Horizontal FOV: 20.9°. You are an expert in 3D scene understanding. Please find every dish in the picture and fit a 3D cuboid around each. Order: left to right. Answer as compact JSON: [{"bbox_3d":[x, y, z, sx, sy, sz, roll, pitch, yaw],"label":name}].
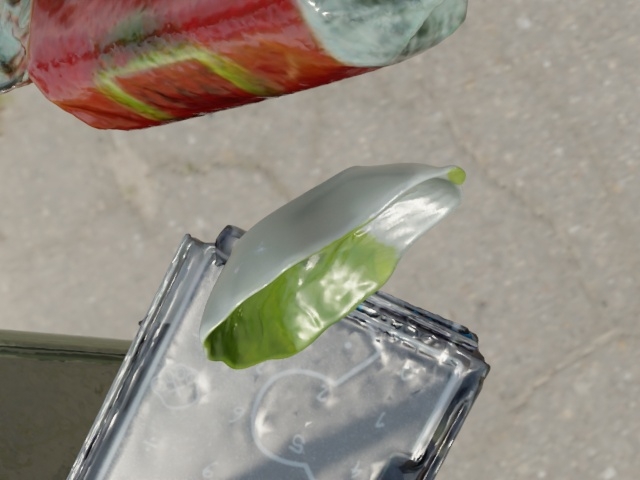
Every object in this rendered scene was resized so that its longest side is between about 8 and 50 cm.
[{"bbox_3d":[0.000,0.000,0.752,0.137,0.091,0.039,-40,67,13],"label":"dish"}]

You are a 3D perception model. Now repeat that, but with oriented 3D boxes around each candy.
[{"bbox_3d":[-0.027,-0.084,0.539,0.292,0.059,0.086,-9,64,47],"label":"candy"}]

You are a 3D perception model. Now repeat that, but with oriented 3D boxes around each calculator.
[{"bbox_3d":[-0.044,0.136,0.861,0.166,0.028,0.274,24,103,-8],"label":"calculator"}]

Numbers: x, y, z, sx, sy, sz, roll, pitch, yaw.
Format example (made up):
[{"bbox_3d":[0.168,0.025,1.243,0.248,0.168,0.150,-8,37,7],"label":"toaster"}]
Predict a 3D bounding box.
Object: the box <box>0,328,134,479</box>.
[{"bbox_3d":[-0.158,0.164,1.075,0.138,0.274,0.178,-45,54,32],"label":"box"}]
